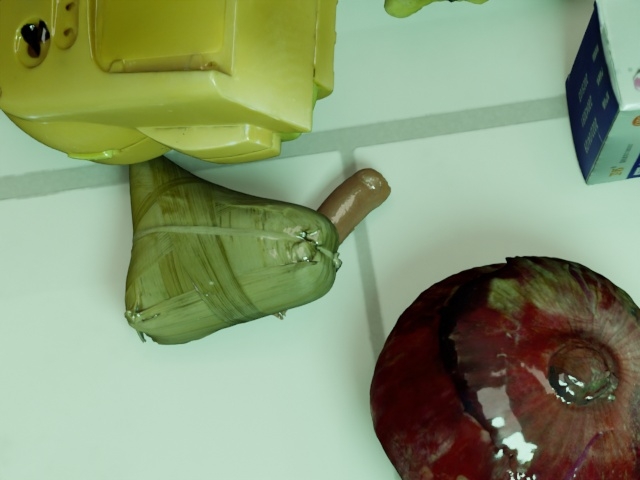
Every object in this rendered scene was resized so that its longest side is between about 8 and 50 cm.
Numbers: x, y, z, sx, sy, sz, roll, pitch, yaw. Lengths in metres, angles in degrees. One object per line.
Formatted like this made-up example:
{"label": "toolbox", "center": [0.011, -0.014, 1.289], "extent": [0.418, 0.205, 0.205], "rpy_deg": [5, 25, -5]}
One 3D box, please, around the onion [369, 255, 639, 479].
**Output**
{"label": "onion", "center": [0.167, 0.126, 1.517], "extent": [0.246, 0.190, 0.246], "rpy_deg": [7, 68, -16]}

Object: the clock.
{"label": "clock", "center": [-0.151, -0.188, 1.557], "extent": [0.317, 0.200, 0.244], "rpy_deg": [-2, 76, 30]}

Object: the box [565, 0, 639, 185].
{"label": "box", "center": [0.370, -0.141, 1.582], "extent": [0.299, 0.200, 0.106], "rpy_deg": [-7, 74, -2]}

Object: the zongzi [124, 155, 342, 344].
{"label": "zongzi", "center": [-0.080, -0.022, 1.586], "extent": [0.194, 0.099, 0.197], "rpy_deg": [-14, 63, 18]}

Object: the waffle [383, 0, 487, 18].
{"label": "waffle", "center": [0.135, -0.390, 1.632], "extent": [0.379, 0.095, 0.382], "rpy_deg": [-16, 93, -26]}

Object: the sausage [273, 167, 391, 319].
{"label": "sausage", "center": [0.000, 0.000, 1.625], "extent": [0.042, 0.036, 0.158], "rpy_deg": [32, 77, 34]}
